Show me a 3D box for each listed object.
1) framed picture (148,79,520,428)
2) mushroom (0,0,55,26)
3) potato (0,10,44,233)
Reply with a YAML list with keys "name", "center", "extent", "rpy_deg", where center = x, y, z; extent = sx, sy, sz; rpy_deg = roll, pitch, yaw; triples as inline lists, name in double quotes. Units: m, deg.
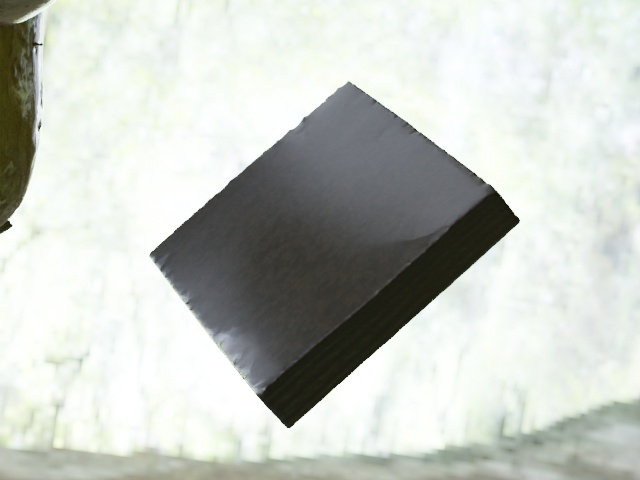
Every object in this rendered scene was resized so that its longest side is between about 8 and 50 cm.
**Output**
- name: "framed picture"
  center: [0.000, 0.000, 0.848]
  extent: [0.023, 0.128, 0.168]
  rpy_deg: [50, 177, -28]
- name: "mushroom"
  center: [-0.171, -0.182, 0.911]
  extent: [0.127, 0.166, 0.166]
  rpy_deg: [-10, -169, -5]
- name: "potato"
  center: [-0.233, -0.149, 1.133]
  extent: [0.140, 0.300, 0.173]
  rpy_deg: [-4, 176, 34]
